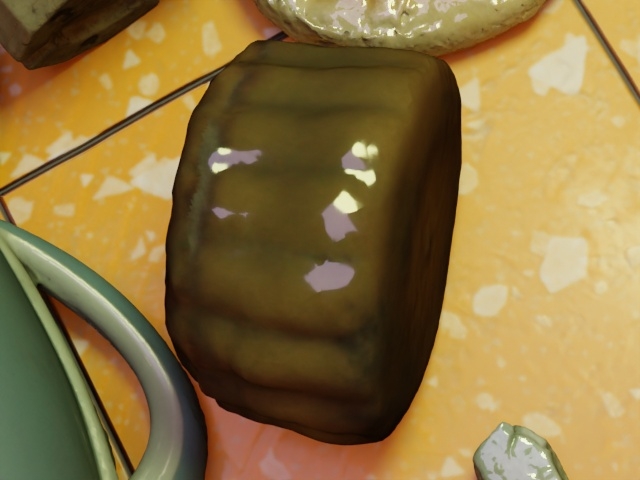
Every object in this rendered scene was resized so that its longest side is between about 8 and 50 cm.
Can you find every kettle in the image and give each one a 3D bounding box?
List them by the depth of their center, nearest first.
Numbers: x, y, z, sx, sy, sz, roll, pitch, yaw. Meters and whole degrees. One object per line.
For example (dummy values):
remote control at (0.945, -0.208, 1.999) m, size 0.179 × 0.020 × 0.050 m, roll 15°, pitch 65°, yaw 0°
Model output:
kettle at (-0.253, 0.140, 1.197) m, size 0.319 × 0.247 × 0.342 m, roll -33°, pitch 80°, yaw -26°

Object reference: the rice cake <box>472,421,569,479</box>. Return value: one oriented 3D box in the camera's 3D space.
rice cake at (0.178, 0.230, 1.171) m, size 0.063 × 0.069 × 0.206 m, roll -28°, pitch 77°, yaw 0°

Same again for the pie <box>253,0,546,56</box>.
pie at (0.081, -0.293, 1.308) m, size 0.337 × 0.075 × 0.337 m, roll -1°, pitch 78°, yaw 4°

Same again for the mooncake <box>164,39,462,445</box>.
mooncake at (0.000, 0.000, 1.145) m, size 0.161 × 0.290 × 0.290 m, roll 8°, pitch 78°, yaw 15°

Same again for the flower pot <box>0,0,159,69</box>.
flower pot at (-0.240, -0.289, 1.280) m, size 0.290 × 0.290 × 0.259 m, roll -35°, pitch 88°, yaw 0°
